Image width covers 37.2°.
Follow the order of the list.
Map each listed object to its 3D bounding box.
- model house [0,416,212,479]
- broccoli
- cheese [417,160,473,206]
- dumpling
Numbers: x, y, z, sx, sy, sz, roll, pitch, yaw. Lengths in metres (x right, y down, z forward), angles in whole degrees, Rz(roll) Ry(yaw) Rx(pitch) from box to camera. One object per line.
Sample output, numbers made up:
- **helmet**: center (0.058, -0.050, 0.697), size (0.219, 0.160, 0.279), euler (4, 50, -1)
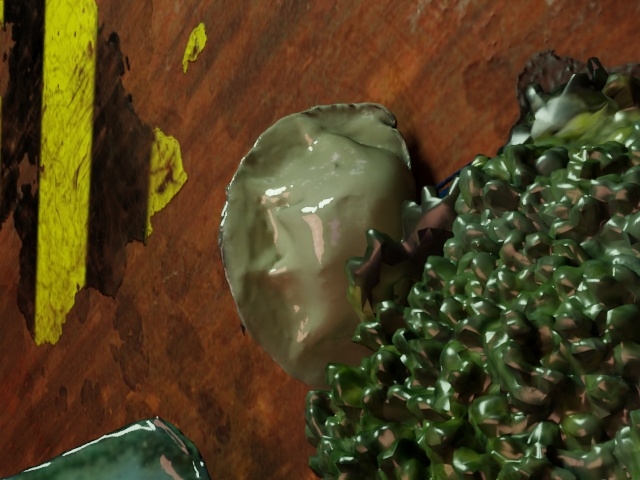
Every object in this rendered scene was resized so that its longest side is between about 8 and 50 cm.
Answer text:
- **model house**: center (-0.194, 0.437, 1.053), size (0.339, 0.297, 0.360), euler (79, 166, -62)
- **broccoli**: center (0.153, 0.059, 0.496), size (0.323, 0.272, 0.334), euler (19, 69, 12)
- **cheese**: center (0.143, 0.075, 0.706), size (0.177, 0.069, 0.270), euler (-38, 64, 47)
- **dumpling**: center (0.000, 0.000, 0.787), size (0.142, 0.172, 0.247), euler (154, 119, -73)
